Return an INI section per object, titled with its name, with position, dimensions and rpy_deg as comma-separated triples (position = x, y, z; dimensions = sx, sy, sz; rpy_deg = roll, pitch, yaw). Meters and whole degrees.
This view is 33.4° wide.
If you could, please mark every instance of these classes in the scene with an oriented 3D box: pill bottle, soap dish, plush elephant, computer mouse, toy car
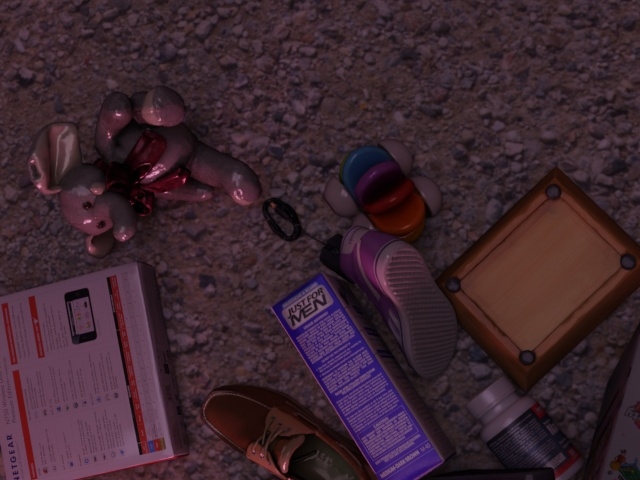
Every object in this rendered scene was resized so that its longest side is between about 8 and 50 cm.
[pill bottle]
position = 0.311, 0.302, 1.647
dimensions = 0.108, 0.108, 0.180
rpy_deg = -40, 77, 4
[soap dish]
position = 0.345, 0.057, 1.668
dimensions = 0.291, 0.118, 0.229
rpy_deg = -44, 77, 4
[plush elephant]
position = -0.324, -0.103, 1.758
dimensions = 0.330, 0.272, 0.255
rpy_deg = 21, 72, 41
[computer mouse]
position = 0.000, 0.000, 1.785
dimensions = 0.242, 0.041, 0.071
rpy_deg = 31, 90, 14
[toy car]
position = 0.099, -0.079, 1.720
dimensions = 0.159, 0.136, 0.182
rpy_deg = -36, 77, -3

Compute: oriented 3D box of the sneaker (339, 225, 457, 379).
[sneaker]
position = 0.118, 0.088, 1.691
dimensions = 0.102, 0.282, 0.161
rpy_deg = -37, 36, -21

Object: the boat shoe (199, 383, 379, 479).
[boat shoe]
position = -0.045, 0.325, 1.709
dimensions = 0.324, 0.120, 0.122
rpy_deg = 23, 87, 13

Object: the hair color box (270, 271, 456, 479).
[hair color box]
position = 0.070, 0.220, 1.667
dimensions = 0.110, 0.185, 0.339
rpy_deg = -33, 77, 7

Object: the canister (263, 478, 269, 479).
[canister]
position = -0.067, 0.488, 1.716
dimensions = 0.170, 0.073, 0.126
rpy_deg = 41, 92, 12

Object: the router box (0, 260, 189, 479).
[router box]
position = -0.404, 0.232, 1.813
dimensions = 0.301, 0.082, 0.335
rpy_deg = -14, 80, 10

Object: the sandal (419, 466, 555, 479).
[sandal]
position = 0.240, 0.374, 1.596
dimensions = 0.254, 0.097, 0.054
rpy_deg = -19, 75, 54

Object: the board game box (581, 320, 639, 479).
[board game box]
position = 0.443, 0.282, 1.503
dimensions = 0.097, 0.224, 0.303
rpy_deg = 19, 57, 12
